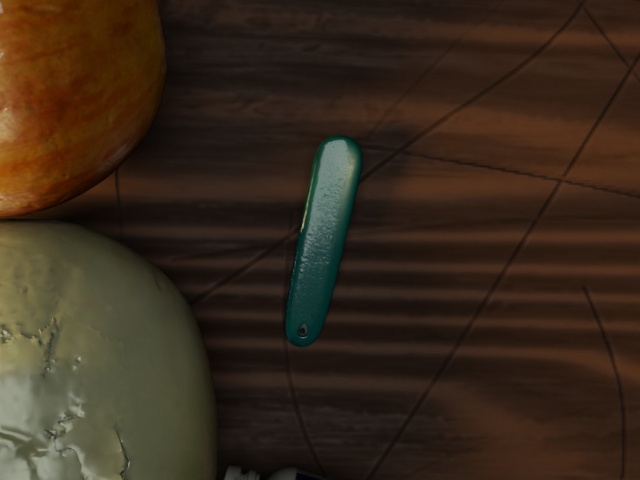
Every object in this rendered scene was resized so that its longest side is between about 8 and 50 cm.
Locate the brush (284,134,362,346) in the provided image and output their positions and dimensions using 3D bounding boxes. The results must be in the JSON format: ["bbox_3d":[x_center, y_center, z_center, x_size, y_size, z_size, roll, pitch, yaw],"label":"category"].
[{"bbox_3d":[0.000,0.000,0.985,0.043,0.032,0.193,11,99,-6],"label":"brush"}]

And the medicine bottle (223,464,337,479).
[{"bbox_3d":[0.001,0.256,0.932,0.191,0.107,0.107,18,87,-1],"label":"medicine bottle"}]

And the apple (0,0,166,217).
[{"bbox_3d":[-0.252,-0.160,0.864,0.233,0.286,0.286,-19,88,-18],"label":"apple"}]

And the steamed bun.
[{"bbox_3d":[-0.252,0.134,0.865,0.334,0.233,0.312,-9,89,-4],"label":"steamed bun"}]
